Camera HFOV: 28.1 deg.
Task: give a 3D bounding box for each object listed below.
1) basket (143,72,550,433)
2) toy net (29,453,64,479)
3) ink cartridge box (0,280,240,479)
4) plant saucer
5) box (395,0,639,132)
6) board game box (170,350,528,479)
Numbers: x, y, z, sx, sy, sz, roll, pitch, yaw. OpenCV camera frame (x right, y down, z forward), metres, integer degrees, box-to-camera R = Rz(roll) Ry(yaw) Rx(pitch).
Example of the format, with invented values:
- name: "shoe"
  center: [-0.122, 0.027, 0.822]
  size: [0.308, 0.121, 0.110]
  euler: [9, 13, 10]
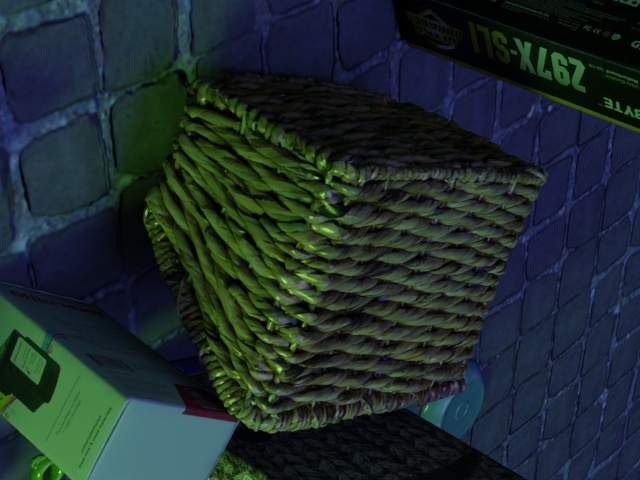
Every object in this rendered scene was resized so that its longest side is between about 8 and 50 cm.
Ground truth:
- name: "basket"
  center: [0.000, 0.000, 1.032]
  size: [0.299, 0.213, 0.223]
  euler: [-4, 119, -51]
- name: "toy net"
  center: [-0.266, 0.262, 1.025]
  size: [0.122, 0.045, 0.232]
  euler: [-19, 129, -46]
- name: "ink cartridge box"
  center: [-0.166, 0.108, 0.928]
  size: [0.127, 0.175, 0.072]
  euler: [21, 99, -54]
- name: "plant saucer"
  center: [0.164, 0.201, 1.540]
  size: [0.119, 0.021, 0.119]
  euler: [-30, 135, -36]
- name: "box"
  center: [0.263, -0.229, 1.111]
  size: [0.257, 0.322, 0.079]
  euler: [-45, 141, -23]
- name: "board game box"
  center: [-0.014, 0.220, 1.093]
  size: [0.232, 0.291, 0.141]
  euler: [-6, 117, -50]
